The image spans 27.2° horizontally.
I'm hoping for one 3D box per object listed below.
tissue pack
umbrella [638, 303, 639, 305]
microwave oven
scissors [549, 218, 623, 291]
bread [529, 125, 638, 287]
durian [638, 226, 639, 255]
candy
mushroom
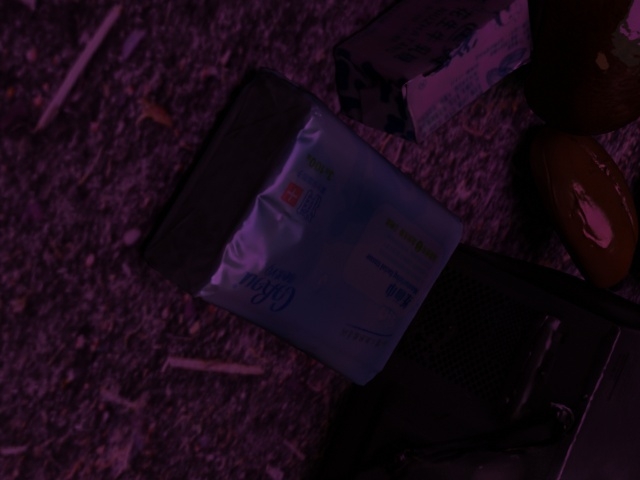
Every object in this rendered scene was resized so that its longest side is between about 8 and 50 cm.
[{"bbox_3d":[0.000,0.000,1.072,0.263,0.089,0.177,35,86,-50],"label":"tissue pack"},{"bbox_3d":[0.330,0.141,1.551,0.188,0.050,0.046,-36,155,-30],"label":"umbrella"},{"bbox_3d":[0.179,0.249,1.292,0.374,0.236,0.432,14,99,-51],"label":"microwave oven"},{"bbox_3d":[0.305,-0.002,1.469,0.088,0.017,0.220,-55,141,-15],"label":"scissors"},{"bbox_3d":[0.271,-0.037,1.326,0.189,0.077,0.114,56,26,-24],"label":"bread"},{"bbox_3d":[0.423,-0.002,1.540,0.250,0.101,0.139,60,29,-46],"label":"durian"},{"bbox_3d":[0.097,-0.154,1.092,0.160,0.092,0.073,-39,137,-26],"label":"candy"},{"bbox_3d":[0.260,-0.212,1.171,0.253,0.153,0.253,15,90,-76],"label":"mushroom"}]
